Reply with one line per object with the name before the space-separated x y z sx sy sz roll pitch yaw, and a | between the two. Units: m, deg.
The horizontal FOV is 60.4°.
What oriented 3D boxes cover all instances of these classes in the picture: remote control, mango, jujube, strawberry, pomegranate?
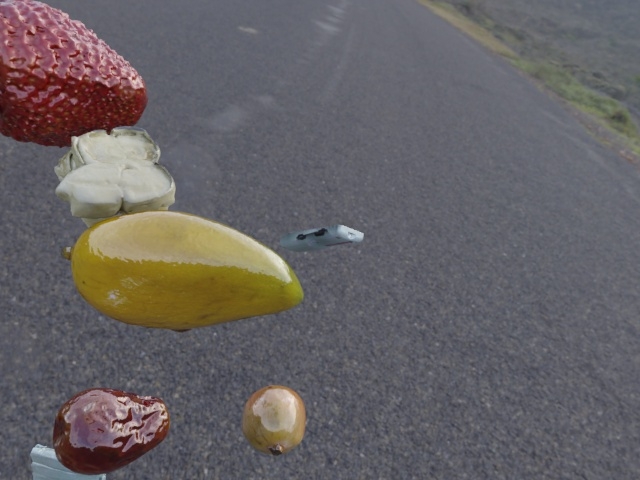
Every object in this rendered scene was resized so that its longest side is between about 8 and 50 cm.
remote control | 0.000 0.000 0.990 0.065 0.029 0.166 20 -18 -38
mango | -0.178 0.044 0.712 0.316 0.177 0.119 6 39 1
jujube | -0.478 0.434 1.275 0.255 0.190 0.190 1 33 -37
strawberry | -0.549 -0.333 1.170 0.351 0.312 0.267 10 54 -25
pomegranate | -0.130 0.497 1.523 0.191 0.191 0.191 17 27 -9

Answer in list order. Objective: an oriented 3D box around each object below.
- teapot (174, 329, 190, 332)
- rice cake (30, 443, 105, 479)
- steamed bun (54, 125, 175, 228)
teapot | -0.370 0.193 1.451 0.078 0.098 0.129 -12 0 25
rice cake | -0.704 0.649 1.543 0.211 0.124 0.038 8 19 6
steamed bun | -0.351 -0.093 0.927 0.192 0.106 0.177 -22 64 -37
